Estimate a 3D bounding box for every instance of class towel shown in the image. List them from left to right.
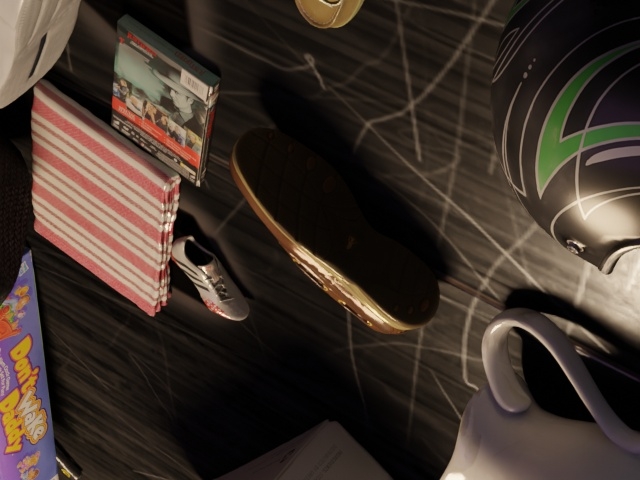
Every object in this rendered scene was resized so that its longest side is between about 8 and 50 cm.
[{"bbox_3d":[-0.176,-0.033,1.235,0.144,0.029,0.197,35,145,15],"label":"towel"}]

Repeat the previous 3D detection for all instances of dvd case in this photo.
[{"bbox_3d":[-0.114,-0.099,1.095,0.087,0.013,0.119,35,149,14],"label":"dvd case"}]

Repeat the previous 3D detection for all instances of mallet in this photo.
[{"bbox_3d":[-0.340,0.200,1.696,0.062,0.039,0.189,-6,127,50],"label":"mallet"}]

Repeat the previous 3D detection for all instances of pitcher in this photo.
[{"bbox_3d":[0.176,0.152,0.978,0.207,0.125,0.177,31,133,40],"label":"pitcher"}]

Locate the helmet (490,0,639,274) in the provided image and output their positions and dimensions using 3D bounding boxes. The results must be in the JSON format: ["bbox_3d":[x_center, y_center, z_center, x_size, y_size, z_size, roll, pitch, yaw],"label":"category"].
[{"bbox_3d":[0.156,-0.068,0.681,0.162,0.169,0.169,0,130,27],"label":"helmet"}]

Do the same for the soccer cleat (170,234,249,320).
[{"bbox_3d":[-0.086,0.030,1.204,0.083,0.029,0.035,49,153,-1],"label":"soccer cleat"}]

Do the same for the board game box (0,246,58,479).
[{"bbox_3d":[-0.389,0.112,1.551,0.233,0.078,0.347,27,136,26],"label":"board game box"}]

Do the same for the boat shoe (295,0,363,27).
[{"bbox_3d":[-0.001,-0.172,0.844,0.056,0.048,0.153,34,147,16],"label":"boat shoe"}]

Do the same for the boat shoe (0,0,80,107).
[{"bbox_3d":[-0.215,-0.192,0.995,0.119,0.121,0.335,41,151,-4],"label":"boat shoe"}]

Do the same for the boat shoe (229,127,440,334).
[{"bbox_3d":[0.000,0.000,1.034,0.178,0.064,0.060,44,147,-6],"label":"boat shoe"}]

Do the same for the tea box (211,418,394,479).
[{"bbox_3d":[-0.010,0.371,1.341,0.323,0.220,0.329,47,149,-5],"label":"tea box"}]

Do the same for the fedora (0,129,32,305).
[{"bbox_3d":[-0.331,-0.029,1.234,0.152,0.334,0.334,24,164,-38],"label":"fedora"}]
